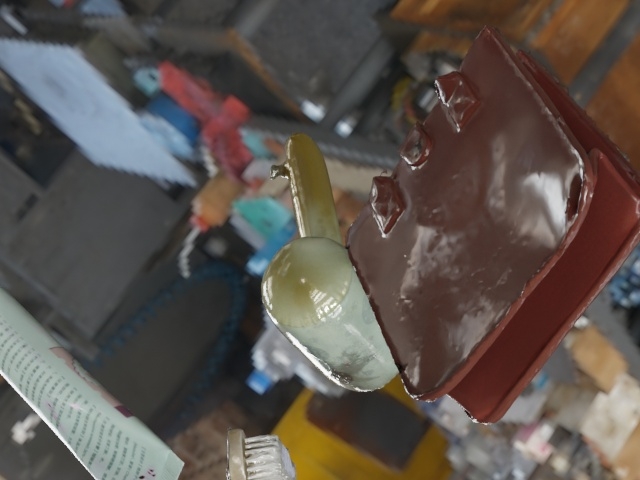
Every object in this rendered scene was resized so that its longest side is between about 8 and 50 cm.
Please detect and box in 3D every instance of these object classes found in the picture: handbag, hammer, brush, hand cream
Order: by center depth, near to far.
[{"bbox_3d":[0.136,-0.014,1.297,0.084,0.260,0.275,20,-153,-29],"label":"handbag"},{"bbox_3d":[-0.237,0.128,1.349,0.058,0.085,0.331,-4,-144,-47],"label":"hand cream"},{"bbox_3d":[0.000,0.000,1.625,0.202,0.113,0.305,52,-161,-51],"label":"hammer"},{"bbox_3d":[-0.052,0.289,1.735,0.065,0.070,0.327,-7,152,2],"label":"brush"}]
